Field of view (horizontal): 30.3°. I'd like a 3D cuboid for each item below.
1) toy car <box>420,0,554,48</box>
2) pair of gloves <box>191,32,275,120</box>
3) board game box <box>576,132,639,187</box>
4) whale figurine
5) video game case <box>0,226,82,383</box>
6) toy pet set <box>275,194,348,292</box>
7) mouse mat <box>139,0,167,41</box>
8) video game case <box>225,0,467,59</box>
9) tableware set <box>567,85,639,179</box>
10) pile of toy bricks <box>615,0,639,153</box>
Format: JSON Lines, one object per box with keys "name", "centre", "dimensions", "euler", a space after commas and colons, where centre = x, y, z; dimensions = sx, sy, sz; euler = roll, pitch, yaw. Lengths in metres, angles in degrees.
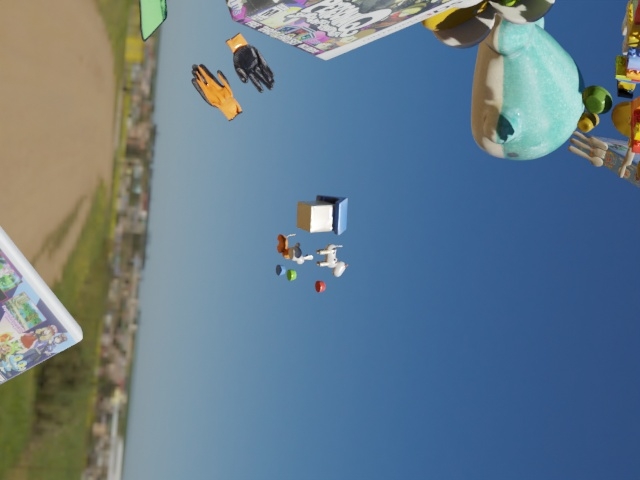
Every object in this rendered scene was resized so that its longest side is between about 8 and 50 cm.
{"name": "toy car", "centre": [0.182, -0.311, 1.323], "dimensions": [0.159, 0.182, 0.136], "euler": [69, -1, -72]}
{"name": "pair of gloves", "centre": [-0.095, -0.178, 1.290], "dimensions": [0.074, 0.083, 0.010], "euler": [51, -15, 0]}
{"name": "board game box", "centre": [0.587, -0.134, 2.137], "dimensions": [0.211, 0.160, 0.039], "euler": [46, -55, 57]}
{"name": "whale figurine", "centre": [0.273, -0.217, 1.540], "dimensions": [0.272, 0.141, 0.216], "euler": [72, 32, -59]}
{"name": "video game case", "centre": [-0.356, 0.066, 1.118], "dimensions": [0.201, 0.183, 0.023], "euler": [60, 2, -35]}
{"name": "toy pet set", "centre": [0.000, 0.000, 1.541], "dimensions": [0.122, 0.065, 0.114], "euler": [21, -68, 57]}
{"name": "mouse mat", "centre": [-0.257, -0.410, 1.793], "dimensions": [0.152, 0.007, 0.189], "euler": [-73, 165, -63]}
{"name": "video game case", "centre": [0.053, -0.229, 1.038], "dimensions": [0.232, 0.210, 0.041], "euler": [1, 70, -71]}
{"name": "tableware set", "centre": [0.362, -0.115, 1.353], "dimensions": [0.024, 0.154, 0.104], "euler": [-45, 154, -37]}
{"name": "pile of toy bricks", "centre": [0.356, -0.181, 1.162], "dimensions": [0.105, 0.118, 0.212], "euler": [95, 4, -51]}
